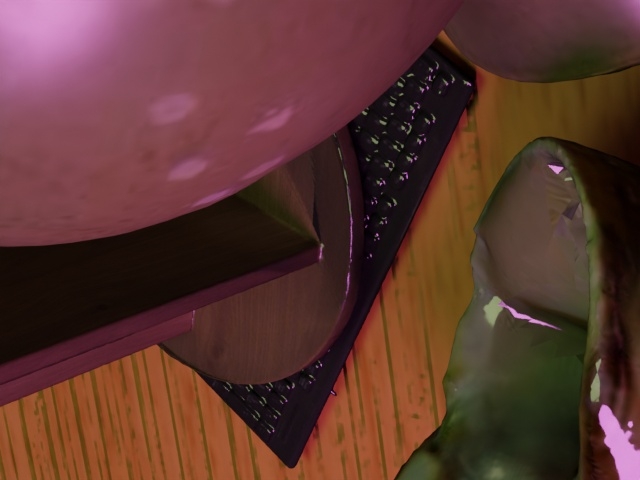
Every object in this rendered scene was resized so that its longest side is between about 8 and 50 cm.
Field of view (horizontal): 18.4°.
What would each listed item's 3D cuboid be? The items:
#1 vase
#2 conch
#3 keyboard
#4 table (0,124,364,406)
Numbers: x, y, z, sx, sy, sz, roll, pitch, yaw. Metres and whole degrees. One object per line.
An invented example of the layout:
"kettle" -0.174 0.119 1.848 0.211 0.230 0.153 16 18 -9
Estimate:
"vase" -0.040 -0.176 0.490 0.241 0.302 0.329 -10 98 46
"conch" 0.091 0.073 0.614 0.181 0.124 0.187 -34 57 57
"keyboard" 0.000 0.000 0.736 0.067 0.011 0.202 42 133 22
"table" -0.120 0.005 0.685 0.167 0.227 0.167 20 120 41
